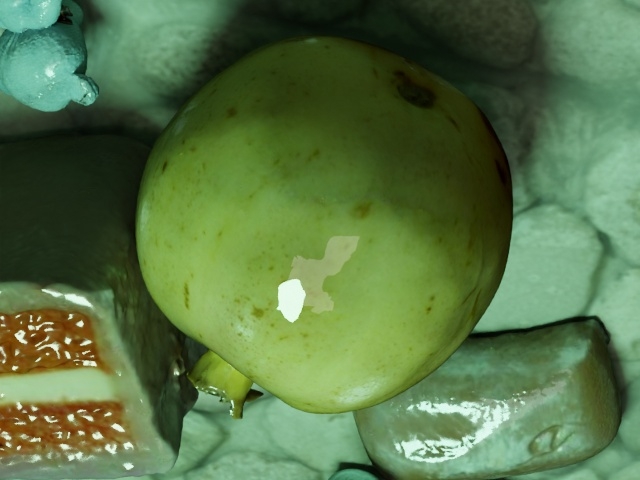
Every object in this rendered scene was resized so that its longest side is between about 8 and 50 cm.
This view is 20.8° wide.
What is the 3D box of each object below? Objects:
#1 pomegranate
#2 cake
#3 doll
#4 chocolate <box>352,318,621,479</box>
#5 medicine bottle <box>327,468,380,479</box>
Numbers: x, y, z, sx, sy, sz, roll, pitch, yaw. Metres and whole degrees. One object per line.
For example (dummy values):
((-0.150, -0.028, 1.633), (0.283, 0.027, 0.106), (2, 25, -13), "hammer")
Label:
((0.000, 0.000, 1.378), (0.319, 0.319, 0.319), (3, 129, 4), "pomegranate")
((-0.267, 0.064, 1.495), (0.309, 0.230, 0.237), (-6, 126, 11), "cake")
((-0.229, -0.191, 1.400), (0.120, 0.075, 0.179), (13, 117, 46), "doll")
((0.151, 0.169, 1.626), (0.261, 0.083, 0.161), (-12, 124, 16), "chocolate")
((0.032, 0.347, 1.777), (0.124, 0.079, 0.258), (20, 129, 17), "medicine bottle")
